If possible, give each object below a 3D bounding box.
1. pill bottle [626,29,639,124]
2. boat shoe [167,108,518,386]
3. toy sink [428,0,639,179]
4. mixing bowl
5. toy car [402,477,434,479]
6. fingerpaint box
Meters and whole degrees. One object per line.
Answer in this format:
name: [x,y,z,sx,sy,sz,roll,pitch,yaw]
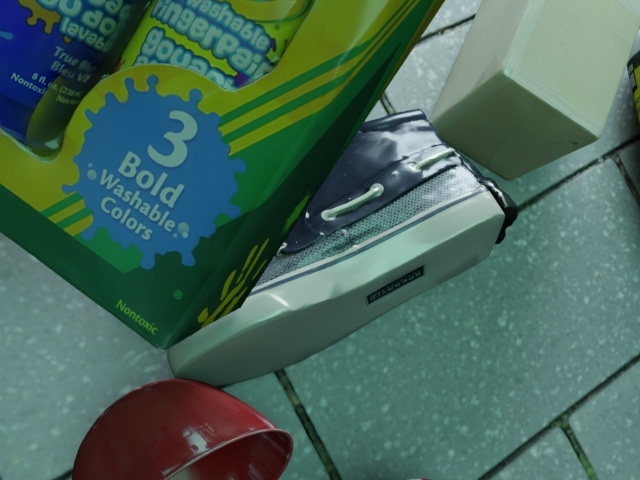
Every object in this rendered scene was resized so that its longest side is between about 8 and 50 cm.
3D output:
pill bottle: [0.479,-0.097,0.747,0.188,0.188,0.334,-5,81,-20]
boat shoe: [0.000,0.000,0.619,0.340,0.127,0.158,-24,61,-13]
toy sink: [0.241,-0.206,0.708,0.131,0.153,0.234,29,71,-12]
mixing bowl: [-0.122,0.177,0.518,0.181,0.181,0.098,-30,57,-21]
toy car: [0.003,0.288,0.535,0.238,0.219,0.210,9,75,12]
fingerpaint box: [-0.156,-0.213,0.437,0.445,0.163,0.371,36,99,5]
